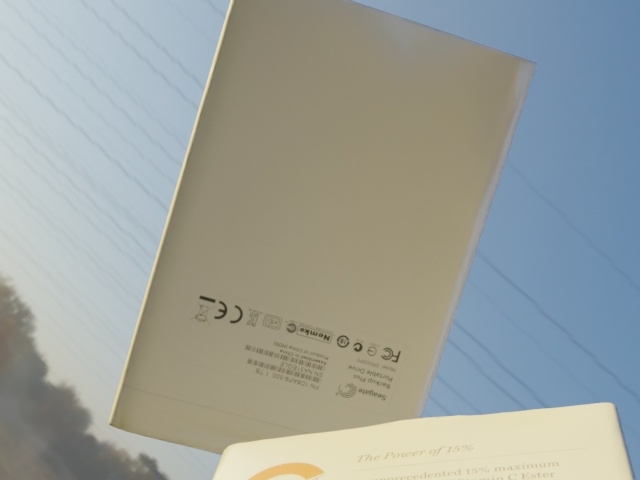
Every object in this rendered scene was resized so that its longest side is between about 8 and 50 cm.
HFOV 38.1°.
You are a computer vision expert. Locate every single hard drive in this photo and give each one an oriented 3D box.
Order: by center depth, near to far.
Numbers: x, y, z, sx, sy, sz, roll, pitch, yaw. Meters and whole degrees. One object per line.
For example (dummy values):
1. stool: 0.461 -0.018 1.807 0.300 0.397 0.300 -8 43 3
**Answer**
1. hard drive: 0.000 0.000 0.711 0.233 0.353 0.047 16 6 -9

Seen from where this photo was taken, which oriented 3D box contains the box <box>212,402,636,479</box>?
1. box: 0.040 0.232 0.363 0.215 0.345 0.168 -9 -70 13
